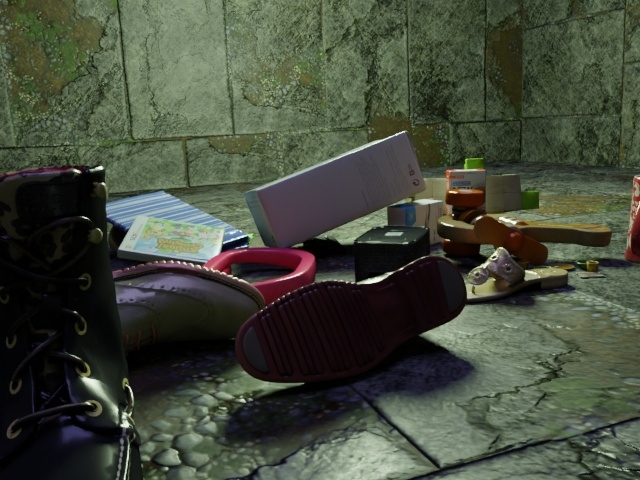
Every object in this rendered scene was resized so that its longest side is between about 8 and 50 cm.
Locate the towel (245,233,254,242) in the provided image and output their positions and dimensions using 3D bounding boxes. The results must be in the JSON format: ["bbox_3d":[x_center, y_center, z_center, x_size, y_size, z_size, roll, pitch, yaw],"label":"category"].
[{"bbox_3d":[-0.257,-0.006,1.719,0.151,0.023,0.113,-2,12,2],"label":"towel"}]

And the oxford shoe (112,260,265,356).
[{"bbox_3d":[-0.272,0.122,0.889,0.396,0.141,0.147,0,41,-10],"label":"oxford shoe"}]

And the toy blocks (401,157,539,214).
[{"bbox_3d":[0.380,-0.118,1.832,0.381,0.191,0.261,-3,-1,-4],"label":"toy blocks"}]

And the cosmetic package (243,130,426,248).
[{"bbox_3d":[0.028,-0.117,1.550,0.384,0.156,0.217,-22,7,-15],"label":"cosmetic package"}]

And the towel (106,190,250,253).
[{"bbox_3d":[-0.367,-0.032,1.596,0.336,0.040,0.243,26,27,28],"label":"towel"}]

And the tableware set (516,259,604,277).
[{"bbox_3d":[0.459,0.050,1.248,0.154,0.024,0.104,-2,11,7],"label":"tableware set"}]

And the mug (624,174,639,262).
[{"bbox_3d":[0.670,-0.041,1.282,0.113,0.169,0.150,2,11,20],"label":"mug"}]

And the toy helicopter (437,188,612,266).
[{"bbox_3d":[0.421,-0.019,1.341,0.354,0.140,0.235,3,12,7],"label":"toy helicopter"}]

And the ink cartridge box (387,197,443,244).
[{"bbox_3d":[0.242,-0.042,1.563,0.180,0.104,0.060,-13,14,-42],"label":"ink cartridge box"}]

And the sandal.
[{"bbox_3d":[0.326,0.049,1.134,0.239,0.079,0.088,-6,11,-18],"label":"sandal"}]

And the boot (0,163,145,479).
[{"bbox_3d":[-0.229,0.083,0.550,0.138,0.284,0.377,-6,10,-15],"label":"boot"}]

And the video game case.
[{"bbox_3d":[-0.328,0.003,1.459,0.212,0.023,0.193,9,24,-7],"label":"video game case"}]

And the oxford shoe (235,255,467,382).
[{"bbox_3d":[0.036,0.116,0.864,0.348,0.123,0.130,-11,-13,-31],"label":"oxford shoe"}]

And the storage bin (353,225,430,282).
[{"bbox_3d":[0.146,0.026,1.293,0.122,0.084,0.180,1,12,20],"label":"storage bin"}]

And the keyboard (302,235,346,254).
[{"bbox_3d":[0.000,0.000,1.588,0.100,0.038,0.192,-4,10,-8],"label":"keyboard"}]

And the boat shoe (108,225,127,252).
[{"bbox_3d":[-0.485,-0.026,1.720,0.098,0.109,0.302,-37,12,21],"label":"boat shoe"}]

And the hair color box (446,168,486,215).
[{"bbox_3d":[0.368,-0.095,1.639,0.093,0.167,0.053,-2,10,2],"label":"hair color box"}]

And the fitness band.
[{"bbox_3d":[-0.116,0.066,1.250,0.208,0.054,0.291,1,12,6],"label":"fitness band"}]
